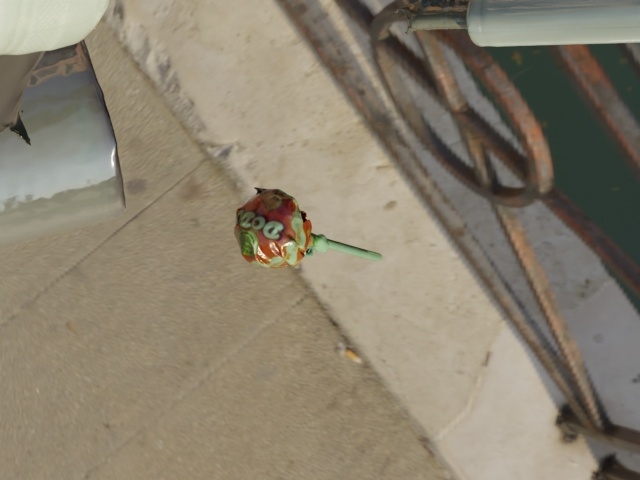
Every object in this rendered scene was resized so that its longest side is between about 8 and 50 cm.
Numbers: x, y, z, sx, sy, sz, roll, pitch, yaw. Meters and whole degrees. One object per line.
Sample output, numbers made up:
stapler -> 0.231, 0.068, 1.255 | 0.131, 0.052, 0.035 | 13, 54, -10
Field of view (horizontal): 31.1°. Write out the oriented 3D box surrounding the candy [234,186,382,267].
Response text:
candy -> -0.001, -0.001, 1.309 | 0.287, 0.078, 0.084 | 12, 80, -58

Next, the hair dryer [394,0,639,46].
hair dryer -> 0.204, -0.179, 0.842 | 0.107, 0.357, 0.173 | -52, 134, -42

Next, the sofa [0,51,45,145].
sofa -> -0.251, -0.194, 0.769 | 0.200, 0.182, 0.258 | 43, 112, 5

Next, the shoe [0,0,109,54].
shoe -> -0.212, -0.204, 0.360 | 0.160, 0.132, 0.363 | -24, 81, -33

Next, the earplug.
earplug -> -0.505, -0.133, 1.658 | 0.394, 0.312, 0.313 | -17, 94, -15
